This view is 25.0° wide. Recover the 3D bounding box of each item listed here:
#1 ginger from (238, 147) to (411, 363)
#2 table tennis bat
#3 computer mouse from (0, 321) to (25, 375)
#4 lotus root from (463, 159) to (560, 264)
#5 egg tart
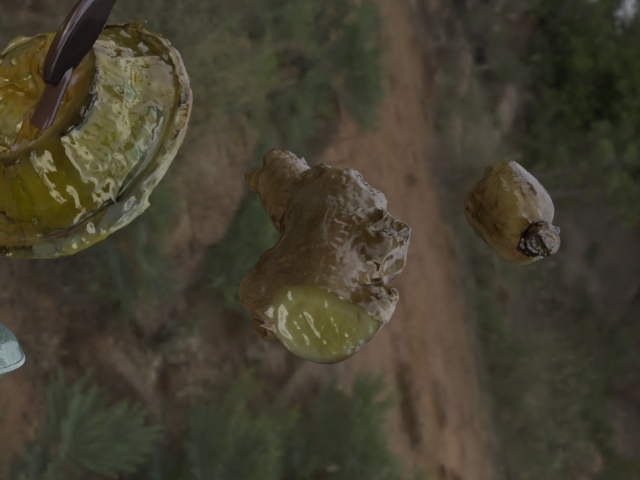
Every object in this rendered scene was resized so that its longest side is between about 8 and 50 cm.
[{"bbox_3d":[0.005,0.000,1.161,0.213,0.137,0.074,-90,173,-47],"label":"ginger"},{"bbox_3d":[-0.183,-0.139,1.298,0.170,0.119,0.107,-57,178,38],"label":"table tennis bat"},{"bbox_3d":[-0.452,0.130,1.474,0.159,0.288,0.097,25,-71,54],"label":"computer mouse"},{"bbox_3d":[0.148,-0.023,1.138,0.152,0.063,0.072,-125,-164,-72],"label":"lotus root"},{"bbox_3d":[-0.288,-0.125,1.557,0.120,0.315,0.315,47,34,-50],"label":"egg tart"}]
